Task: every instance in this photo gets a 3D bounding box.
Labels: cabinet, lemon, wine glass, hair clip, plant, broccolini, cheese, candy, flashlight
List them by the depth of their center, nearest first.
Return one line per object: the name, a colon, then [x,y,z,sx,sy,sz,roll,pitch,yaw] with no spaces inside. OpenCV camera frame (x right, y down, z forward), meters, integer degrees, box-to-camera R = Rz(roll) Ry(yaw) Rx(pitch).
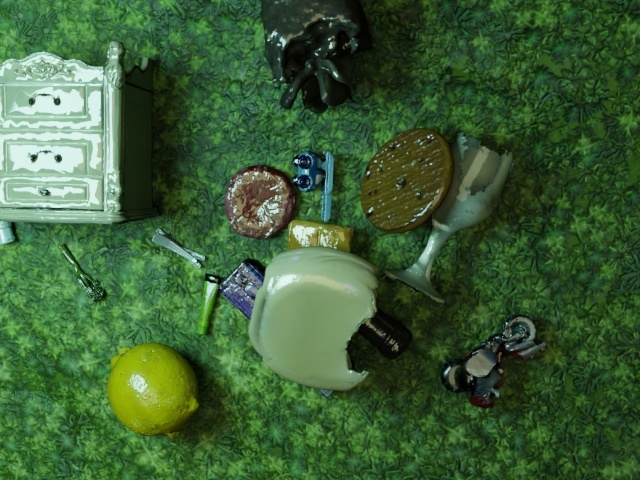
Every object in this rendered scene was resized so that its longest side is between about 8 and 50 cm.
plant: [-0.003,-0.369,1.410,0.188,0.199,0.276,-9,88,10]
cheese: [-0.002,0.141,1.410,0.233,0.127,0.266,19,115,4]
wine glass: [0.239,-0.043,1.451,0.143,0.143,0.321,25,96,3]
cabinet: [-0.471,-0.197,1.457,0.290,0.227,0.318,2,96,6]
flashlight: [0.072,0.139,1.512,0.232,0.093,0.093,38,98,-4]
lemon: [-0.329,0.288,1.519,0.206,0.173,0.173,40,98,10]
candy: [-0.064,0.170,1.536,0.088,0.061,0.312,-44,91,9]
hair clip: [-0.286,0.018,1.555,0.115,0.039,0.030,29,103,0]
broccolini: [-0.486,0.063,1.586,0.035,0.030,0.140,-33,87,-1]

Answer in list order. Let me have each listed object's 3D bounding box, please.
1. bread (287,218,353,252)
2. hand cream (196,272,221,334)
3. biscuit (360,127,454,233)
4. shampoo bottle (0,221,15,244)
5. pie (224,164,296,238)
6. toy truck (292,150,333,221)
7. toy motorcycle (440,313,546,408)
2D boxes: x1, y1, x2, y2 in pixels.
bread: [0.000,0.000,1.512,0.132,0.053,0.074,11,96,15]
hand cream: [-0.227,0.129,1.566,0.036,0.023,0.122,13,95,16]
biscuit: [0.159,-0.111,1.436,0.036,0.212,0.212,24,100,-42]
shampoo bottle: [-0.660,-0.087,1.579,0.069,0.041,0.191,-11,95,1]
pie: [-0.120,-0.075,1.528,0.153,0.038,0.154,1,98,6]
toy truck: [-0.016,-0.106,1.508,0.074,0.063,0.136,1,99,-14]
toy motorcycle: [0.339,0.240,1.492,0.213,0.082,0.122,-38,90,9]
